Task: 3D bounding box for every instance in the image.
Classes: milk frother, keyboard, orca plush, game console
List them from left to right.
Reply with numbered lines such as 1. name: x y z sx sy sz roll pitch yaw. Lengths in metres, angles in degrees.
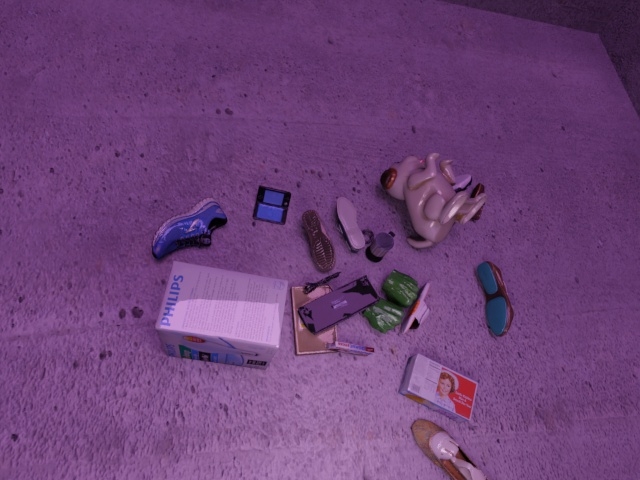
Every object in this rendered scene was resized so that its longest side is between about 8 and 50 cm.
1. game console: -0.206 -0.150 1.771 0.144 0.124 0.085 11 35 -9
2. keyboard: 0.056 0.221 1.626 0.317 0.033 0.201 -23 70 -18
3. milk frother: 0.233 0.001 1.779 0.143 0.134 0.129 28 60 0
4. orca plush: 0.608 -0.212 2.004 0.287 0.151 0.102 -34 120 -12

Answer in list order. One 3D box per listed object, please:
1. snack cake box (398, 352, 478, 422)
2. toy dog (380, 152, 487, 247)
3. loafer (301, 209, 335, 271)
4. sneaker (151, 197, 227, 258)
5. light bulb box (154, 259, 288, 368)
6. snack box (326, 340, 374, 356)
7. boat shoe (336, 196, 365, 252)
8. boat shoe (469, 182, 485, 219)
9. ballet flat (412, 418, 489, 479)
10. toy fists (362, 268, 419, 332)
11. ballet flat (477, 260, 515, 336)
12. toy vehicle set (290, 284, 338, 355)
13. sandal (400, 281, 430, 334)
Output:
1. snack cake box: 0.450 0.562 1.583 0.264 0.089 0.152 27 59 -1
2. toy dog: 0.466 -0.210 1.862 0.285 0.395 0.408 -11 51 -39
3. loafer: 0.000 0.000 1.743 0.102 0.092 0.268 -18 83 7
4. sneaker: -0.500 -0.032 1.608 0.147 0.129 0.330 43 62 11
5. light bulb box: -0.321 0.263 1.377 0.361 0.358 0.225 11 60 -8
6. snack box: 0.114 0.407 1.555 0.178 0.064 0.022 17 56 -27
7. boat shoe: 0.124 -0.067 1.816 0.095 0.079 0.254 -15 71 -23
8. boat shoe: 0.778 -0.190 2.056 0.073 0.073 0.207 28 68 -2
9. ballet flat: 0.477 0.777 1.468 0.123 0.123 0.348 -36 77 -27
10. toy fists: 0.297 0.253 1.695 0.142 0.096 0.279 32 61 17
11. ballet flat: 0.786 0.255 1.827 0.124 0.116 0.342 13 56 -30
12. toy vehicle set: -0.025 0.306 1.615 0.166 0.035 0.266 1 64 -15
13. sandal: 0.416 0.284 1.705 0.076 0.102 0.265 33 59 6
